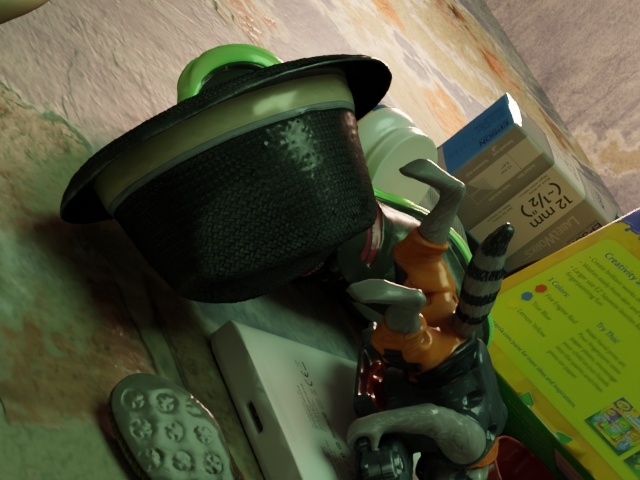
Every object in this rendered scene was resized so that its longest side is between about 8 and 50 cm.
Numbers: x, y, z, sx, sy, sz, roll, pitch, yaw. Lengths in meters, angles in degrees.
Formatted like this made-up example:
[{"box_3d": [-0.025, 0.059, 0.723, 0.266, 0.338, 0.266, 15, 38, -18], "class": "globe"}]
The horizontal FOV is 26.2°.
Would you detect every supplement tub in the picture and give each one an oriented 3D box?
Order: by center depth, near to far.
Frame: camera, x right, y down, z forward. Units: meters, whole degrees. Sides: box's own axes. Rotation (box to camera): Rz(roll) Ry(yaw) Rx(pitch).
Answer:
[{"box_3d": [0.033, -0.118, 1.723, 0.199, 0.144, 0.144, 33, 6, 35], "class": "supplement tub"}]

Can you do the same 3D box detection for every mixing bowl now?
[{"box_3d": [0.211, 0.318, 1.513, 0.181, 0.098, 0.181, 44, 20, -21], "class": "mixing bowl"}]

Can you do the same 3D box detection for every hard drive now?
[{"box_3d": [0.026, 0.200, 1.395, 0.307, 0.040, 0.203, 25, 33, -53], "class": "hard drive"}]

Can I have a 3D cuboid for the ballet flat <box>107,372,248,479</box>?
[{"box_3d": [-0.084, 0.211, 1.118, 0.250, 0.058, 0.084, 46, 55, -2], "class": "ballet flat"}]

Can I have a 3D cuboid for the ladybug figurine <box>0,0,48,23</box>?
[{"box_3d": [-0.381, -0.288, 1.155, 0.305, 0.162, 0.449, 56, 20, 12], "class": "ladybug figurine"}]

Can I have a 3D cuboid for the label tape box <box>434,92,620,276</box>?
[{"box_3d": [0.293, -0.010, 2.048, 0.347, 0.249, 0.115, 44, 20, -21], "class": "label tape box"}]

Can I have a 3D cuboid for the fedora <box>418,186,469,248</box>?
[{"box_3d": [0.109, -0.008, 1.822, 0.243, 0.124, 0.275, 40, 23, -33], "class": "fedora"}]

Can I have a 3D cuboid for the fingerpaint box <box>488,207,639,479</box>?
[{"box_3d": [0.422, 0.181, 1.647, 0.445, 0.371, 0.163, 49, -19, 46], "class": "fingerpaint box"}]

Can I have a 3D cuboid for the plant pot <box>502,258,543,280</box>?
[{"box_3d": [0.291, 0.138, 1.944, 0.165, 0.167, 0.167, 59, 19, -5], "class": "plant pot"}]

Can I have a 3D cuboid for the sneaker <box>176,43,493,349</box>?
[{"box_3d": [0.000, 0.000, 1.555, 0.483, 0.185, 0.202, 42, 39, -17], "class": "sneaker"}]

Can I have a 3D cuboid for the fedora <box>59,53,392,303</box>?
[{"box_3d": [-0.059, -0.038, 1.242, 0.153, 0.334, 0.334, 64, 21, 8], "class": "fedora"}]

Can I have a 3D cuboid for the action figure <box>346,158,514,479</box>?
[{"box_3d": [0.108, 0.143, 1.289, 0.341, 0.178, 0.330, -84, 165, -52], "class": "action figure"}]
